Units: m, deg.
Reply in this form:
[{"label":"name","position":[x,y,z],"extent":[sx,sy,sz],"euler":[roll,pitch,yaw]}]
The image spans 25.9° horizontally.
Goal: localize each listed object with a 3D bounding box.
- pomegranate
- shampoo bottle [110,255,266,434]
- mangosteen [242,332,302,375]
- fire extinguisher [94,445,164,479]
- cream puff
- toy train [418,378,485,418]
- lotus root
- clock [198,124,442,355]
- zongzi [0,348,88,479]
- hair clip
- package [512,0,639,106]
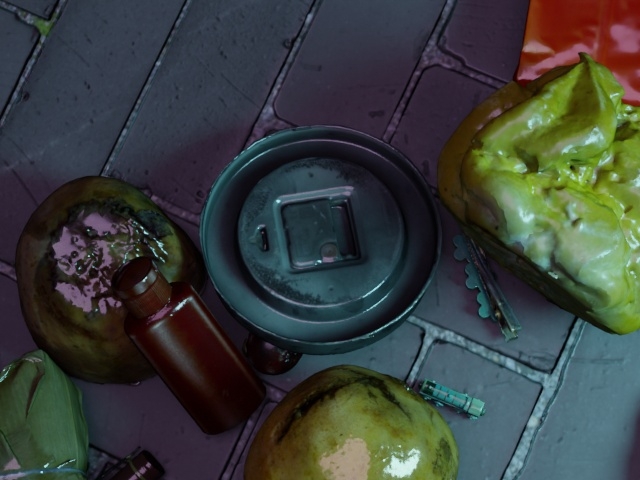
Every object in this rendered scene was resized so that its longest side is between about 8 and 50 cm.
[{"label":"pomegranate","position":[0.040,0.270,1.677],"extent":[0.260,0.260,0.260],"euler":[-1,80,7]},{"label":"shampoo bottle","position":[-0.169,0.129,1.735],"extent":[0.102,0.260,0.064],"euler":[-34,34,-3]},{"label":"mangosteen","position":[-0.061,0.132,1.800],"extent":[0.081,0.081,0.081],"euler":[-1,80,7]},{"label":"fire extinguisher","position":[-0.275,0.338,1.807],"extent":[0.158,0.043,0.064],"euler":[-41,86,-2]},{"label":"cream puff","position":[0.313,-0.061,1.671],"extent":[0.324,0.291,0.257],"euler":[37,92,6]},{"label":"toy train","position":[0.167,0.202,1.777],"extent":[0.092,0.045,0.029],"euler":[23,81,8]},{"label":"lotus root","position":[-0.282,0.048,1.798],"extent":[0.272,0.192,0.272],"euler":[0,77,0]},{"label":"clock","position":[0.001,-0.001,1.783],"extent":[0.312,0.061,0.313],"euler":[0,65,-1]},{"label":"zongzi","position":[-0.431,0.379,1.728],"extent":[0.356,0.174,0.393],"euler":[-26,64,5]},{"label":"hair clip","position":[0.209,0.052,1.799],"extent":[0.049,0.049,0.173],"euler":[-23,73,2]},{"label":"package","position":[0.364,-0.302,1.803],"extent":[0.195,0.123,0.424],"euler":[10,80,11]}]
